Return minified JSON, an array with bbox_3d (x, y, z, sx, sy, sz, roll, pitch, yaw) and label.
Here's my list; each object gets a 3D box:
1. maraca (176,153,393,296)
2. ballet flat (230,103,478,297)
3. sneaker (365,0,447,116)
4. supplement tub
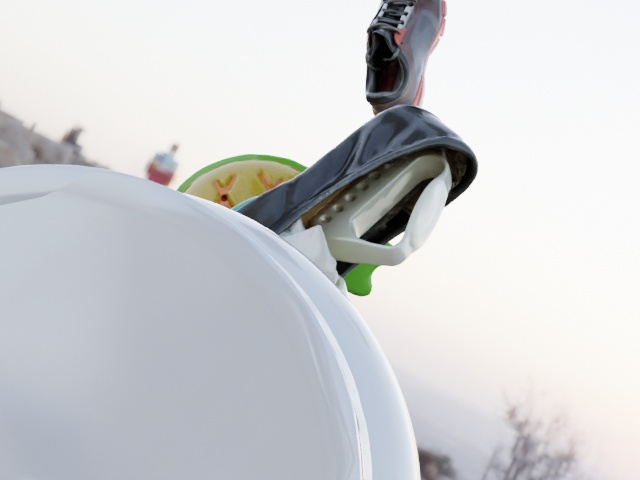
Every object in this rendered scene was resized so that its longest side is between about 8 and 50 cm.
[{"bbox_3d":[-0.032,-0.006,0.986,0.185,0.127,0.099,-3,4,3],"label":"maraca"},{"bbox_3d":[0.000,0.000,0.821,0.096,0.280,0.095,28,-33,38],"label":"ballet flat"},{"bbox_3d":[0.069,-0.181,1.080,0.061,0.158,0.065,0,-13,26],"label":"sneaker"},{"bbox_3d":[-0.079,0.116,0.530,0.241,0.241,0.331,24,-12,10],"label":"supplement tub"}]
